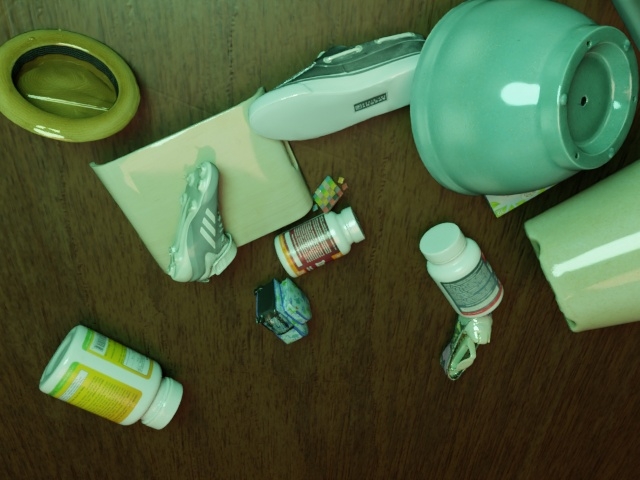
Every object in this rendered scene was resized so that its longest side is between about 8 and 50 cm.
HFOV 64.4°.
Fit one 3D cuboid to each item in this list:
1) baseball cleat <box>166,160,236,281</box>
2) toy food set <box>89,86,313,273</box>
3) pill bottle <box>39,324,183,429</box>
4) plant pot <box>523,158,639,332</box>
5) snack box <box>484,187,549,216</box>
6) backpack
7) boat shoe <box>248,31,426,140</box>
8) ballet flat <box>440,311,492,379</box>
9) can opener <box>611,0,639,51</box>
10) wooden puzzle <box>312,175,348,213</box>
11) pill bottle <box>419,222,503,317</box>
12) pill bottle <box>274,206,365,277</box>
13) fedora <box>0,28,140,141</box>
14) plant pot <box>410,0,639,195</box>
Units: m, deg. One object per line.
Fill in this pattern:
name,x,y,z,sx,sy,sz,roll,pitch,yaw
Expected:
baseball cleat,-0.177,-0.026,0.807,0.109,0.072,0.206,6,119,-36
toy food set,-0.187,-0.095,0.850,0.305,0.092,0.220,-25,121,-1
pill bottle,-0.407,0.283,1.014,0.245,0.136,0.136,36,111,-25
plant pot,0.549,0.011,0.893,0.305,0.334,0.334,-25,122,21
snack box,0.362,-0.120,0.925,0.141,0.037,0.100,-31,122,12
backpack,-0.066,0.139,0.990,0.084,0.105,0.114,-29,126,11
boat shoe,0.030,-0.242,0.770,0.300,0.102,0.108,-18,155,0
ballet flat,0.325,0.217,1.104,0.076,0.079,0.222,10,119,-12
can opener,0.383,-0.366,0.655,0.075,0.095,0.284,-24,79,18
wooden puzzle,0.013,-0.081,0.898,0.006,0.049,0.083,13,123,-48
pill bottle,0.269,0.056,0.981,0.107,0.108,0.180,-32,120,13
pill bottle,0.000,0.000,0.923,0.151,0.086,0.086,-25,121,9
fedora,-0.363,-0.208,0.730,0.194,0.195,0.079,16,155,-17
plant pot,0.301,-0.194,0.708,0.292,0.196,0.294,-9,108,-30
